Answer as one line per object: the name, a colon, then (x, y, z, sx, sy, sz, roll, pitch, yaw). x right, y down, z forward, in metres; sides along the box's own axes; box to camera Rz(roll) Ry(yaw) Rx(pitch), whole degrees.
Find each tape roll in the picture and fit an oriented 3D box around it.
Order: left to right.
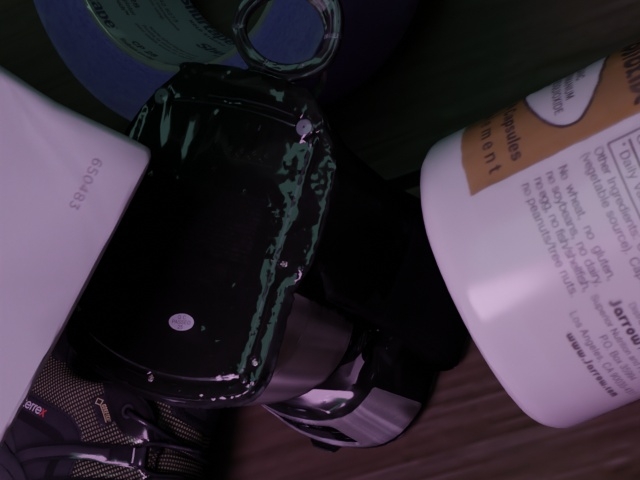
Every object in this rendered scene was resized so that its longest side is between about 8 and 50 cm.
tape roll: (-0.048, -0.148, 0.756, 0.189, 0.080, 0.189, 9, 107, 31)

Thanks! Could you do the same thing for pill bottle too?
pill bottle: (0.166, -0.027, 0.618, 0.229, 0.131, 0.131, -26, 64, 19)

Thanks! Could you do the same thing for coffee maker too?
coffee maker: (0.000, 0.000, 0.670, 0.120, 0.178, 0.171, 41, 97, 26)

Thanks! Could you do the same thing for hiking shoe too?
hiking shoe: (-0.089, 0.118, 0.736, 0.114, 0.086, 0.227, -44, 59, 14)

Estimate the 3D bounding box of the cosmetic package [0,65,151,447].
cosmetic package: (-0.223, -0.034, 0.670, 0.156, 0.217, 0.385, -62, 15, -2)
